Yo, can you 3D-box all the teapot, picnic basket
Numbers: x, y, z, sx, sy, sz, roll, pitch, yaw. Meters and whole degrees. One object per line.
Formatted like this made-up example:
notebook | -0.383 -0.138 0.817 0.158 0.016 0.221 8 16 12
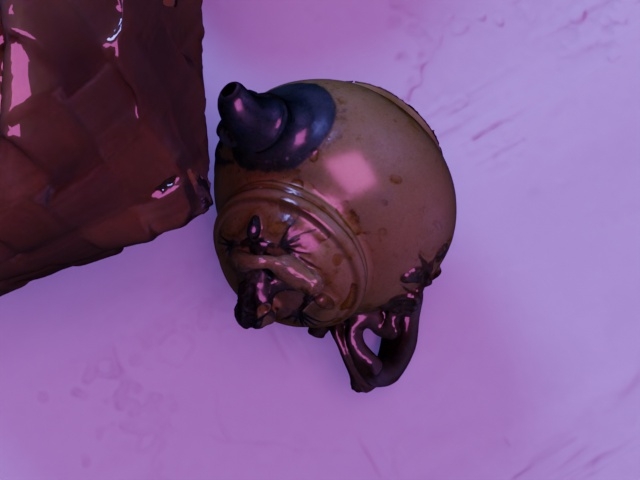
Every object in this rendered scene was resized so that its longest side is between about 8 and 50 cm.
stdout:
teapot | 0.000 0.000 0.948 0.182 0.173 0.269 -53 131 -42
picnic basket | -0.253 -0.108 0.835 0.337 0.337 0.293 -1 86 -8
